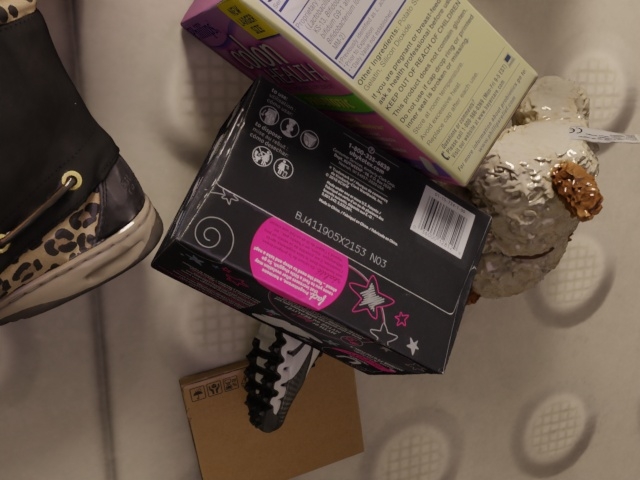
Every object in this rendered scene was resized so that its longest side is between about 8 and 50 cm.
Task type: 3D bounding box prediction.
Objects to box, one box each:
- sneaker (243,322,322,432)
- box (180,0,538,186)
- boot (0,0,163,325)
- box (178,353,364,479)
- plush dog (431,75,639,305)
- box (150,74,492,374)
[{"bbox_3d":[-0.012,0.095,0.682,0.106,0.078,0.234,14,85,-29],"label":"sneaker"},{"bbox_3d":[0.023,-0.172,0.563,0.243,0.213,0.117,35,88,-26],"label":"box"},{"bbox_3d":[-0.332,-0.040,0.462,0.378,0.138,0.284,-26,126,-18],"label":"boot"},{"bbox_3d":[-0.050,0.209,0.738,0.201,0.021,0.164,-14,108,-19],"label":"box"},{"bbox_3d":[0.226,-0.027,0.716,0.263,0.210,0.225,-23,137,-14],"label":"plush dog"},{"bbox_3d":[0.000,0.000,0.571,0.247,0.142,0.163,29,69,-17],"label":"box"}]
